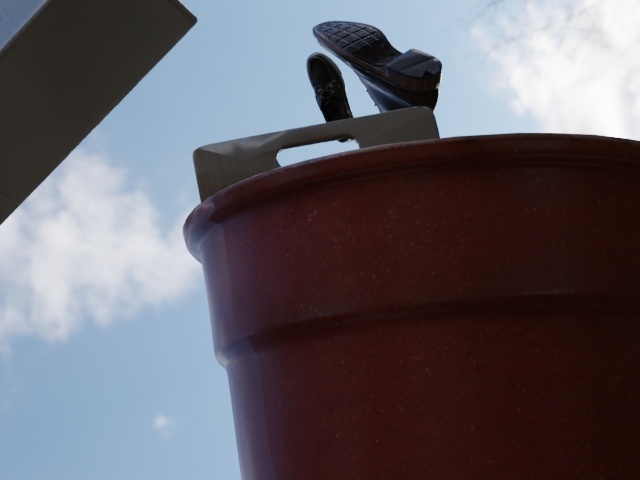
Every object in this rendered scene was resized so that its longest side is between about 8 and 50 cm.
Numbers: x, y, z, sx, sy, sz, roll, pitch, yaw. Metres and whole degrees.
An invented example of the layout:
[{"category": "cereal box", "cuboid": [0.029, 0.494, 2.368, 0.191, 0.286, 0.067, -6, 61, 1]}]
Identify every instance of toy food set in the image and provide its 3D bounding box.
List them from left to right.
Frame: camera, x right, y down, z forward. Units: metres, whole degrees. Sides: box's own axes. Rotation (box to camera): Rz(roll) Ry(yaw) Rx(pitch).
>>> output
[{"category": "toy food set", "cuboid": [0.000, 0.000, 1.120, 0.219, 0.092, 0.306, -11, -35, -6]}]

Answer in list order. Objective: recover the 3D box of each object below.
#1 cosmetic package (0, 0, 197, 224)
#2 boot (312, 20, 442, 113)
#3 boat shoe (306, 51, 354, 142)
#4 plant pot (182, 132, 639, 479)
[{"category": "cosmetic package", "cuboid": [-0.375, -0.163, 1.188, 0.453, 0.230, 0.161, -44, -34, 7]}, {"category": "boot", "cuboid": [0.069, -0.214, 1.511, 0.082, 0.219, 0.106, -30, -44, -29]}, {"category": "boat shoe", "cuboid": [0.017, -0.209, 1.672, 0.142, 0.049, 0.040, 66, -163, -8]}, {"category": "plant pot", "cuboid": [0.073, 0.118, 0.550, 0.272, 0.272, 0.265, 16, -114, -51]}]
